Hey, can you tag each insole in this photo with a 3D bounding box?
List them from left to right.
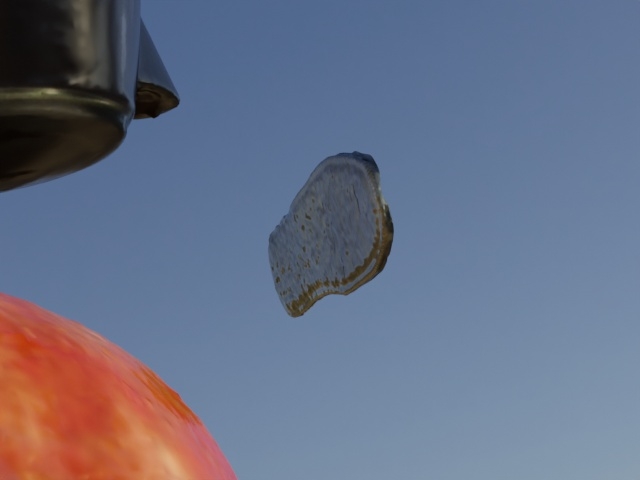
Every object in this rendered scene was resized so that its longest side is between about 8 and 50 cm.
[{"bbox_3d":[0.000,0.000,1.011,0.011,0.081,0.248,-11,-10,-17],"label":"insole"}]

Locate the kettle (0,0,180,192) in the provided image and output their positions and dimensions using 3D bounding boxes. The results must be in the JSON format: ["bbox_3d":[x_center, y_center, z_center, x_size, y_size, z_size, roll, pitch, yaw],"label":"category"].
[{"bbox_3d":[-0.141,-0.127,0.501,0.202,0.232,0.144,-1,-14,-42],"label":"kettle"}]

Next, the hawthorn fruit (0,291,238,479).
[{"bbox_3d":[-0.137,0.148,0.522,0.311,0.295,0.295,31,-1,22],"label":"hawthorn fruit"}]
